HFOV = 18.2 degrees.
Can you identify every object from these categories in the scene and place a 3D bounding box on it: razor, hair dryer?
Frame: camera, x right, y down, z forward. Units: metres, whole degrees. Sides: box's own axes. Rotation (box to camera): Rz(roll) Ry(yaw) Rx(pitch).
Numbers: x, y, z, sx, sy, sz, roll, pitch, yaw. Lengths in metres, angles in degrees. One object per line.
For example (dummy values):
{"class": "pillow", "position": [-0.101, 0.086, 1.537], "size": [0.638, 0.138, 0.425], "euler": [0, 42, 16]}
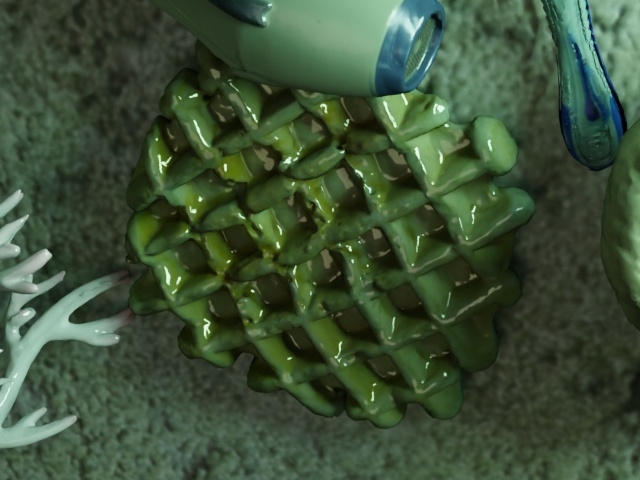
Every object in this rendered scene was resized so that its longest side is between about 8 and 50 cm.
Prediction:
{"class": "razor", "position": [0.144, -0.176, 1.237], "size": [0.093, 0.056, 0.324], "euler": [-10, 119, 11]}
{"class": "hair dryer", "position": [-0.066, -0.242, 1.275], "size": [0.295, 0.119, 0.298], "euler": [4, 106, 24]}

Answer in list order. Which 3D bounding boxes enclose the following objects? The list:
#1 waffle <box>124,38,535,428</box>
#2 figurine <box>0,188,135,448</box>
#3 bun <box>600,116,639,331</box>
{"class": "waffle", "position": [0.000, 0.000, 1.412], "size": [0.291, 0.056, 0.309], "euler": [23, 125, 7]}
{"class": "figurine", "position": [-0.327, 0.051, 1.446], "size": [0.315, 0.206, 0.284], "euler": [41, 88, 10]}
{"class": "bun", "position": [0.281, -0.009, 1.238], "size": [0.243, 0.153, 0.244], "euler": [-1, 118, -1]}
